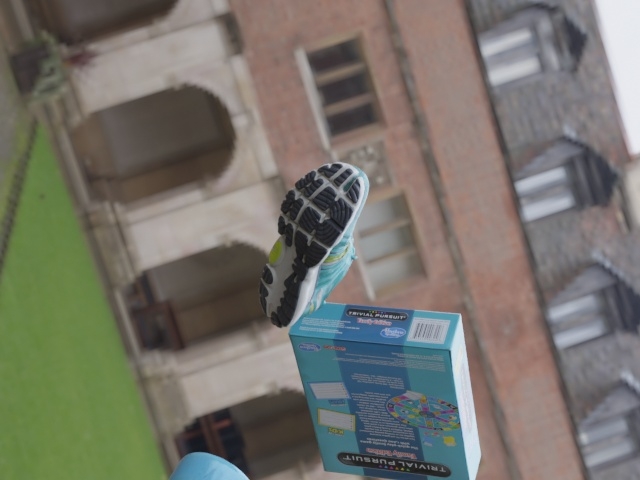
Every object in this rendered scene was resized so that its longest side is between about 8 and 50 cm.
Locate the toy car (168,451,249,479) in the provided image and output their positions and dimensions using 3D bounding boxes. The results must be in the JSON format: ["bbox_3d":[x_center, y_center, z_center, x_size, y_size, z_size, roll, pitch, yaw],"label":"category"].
[{"bbox_3d":[-0.070,0.242,1.065,0.238,0.210,0.219,100,17,-51],"label":"toy car"}]

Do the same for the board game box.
[{"bbox_3d":[0.107,0.245,2.265,0.079,0.253,0.336,-68,155,-42],"label":"board game box"}]

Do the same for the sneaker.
[{"bbox_3d":[0.000,0.000,1.963,0.107,0.110,0.275,49,-48,27],"label":"sneaker"}]
